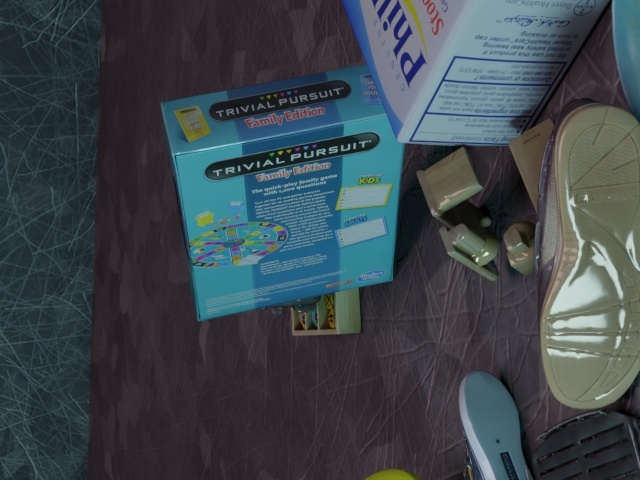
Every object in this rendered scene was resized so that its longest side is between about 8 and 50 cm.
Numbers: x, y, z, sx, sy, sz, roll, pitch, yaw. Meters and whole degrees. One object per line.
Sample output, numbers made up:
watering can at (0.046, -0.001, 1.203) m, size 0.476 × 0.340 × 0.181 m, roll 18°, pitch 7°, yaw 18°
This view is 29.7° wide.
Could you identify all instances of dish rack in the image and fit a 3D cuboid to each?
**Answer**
dish rack at (0.247, 0.297, 1.104) m, size 0.208 × 0.074 × 0.271 m, roll 136°, pitch 129°, yaw -58°

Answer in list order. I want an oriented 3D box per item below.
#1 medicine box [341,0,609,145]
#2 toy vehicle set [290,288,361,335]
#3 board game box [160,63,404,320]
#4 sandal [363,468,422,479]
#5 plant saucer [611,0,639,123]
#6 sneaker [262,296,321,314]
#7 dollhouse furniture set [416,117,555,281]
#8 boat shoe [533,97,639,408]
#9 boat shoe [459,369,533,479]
medicine box at (0.151, -0.283, 1.206) m, size 0.289 × 0.149 × 0.263 m, roll 117°, pitch 144°, yaw -46°
toy vehicle set at (0.000, 0.000, 1.699) m, size 0.166 × 0.035 × 0.267 m, roll 166°, pitch 102°, yaw -66°
board game box at (-0.038, -0.048, 1.401) m, size 0.336 × 0.254 × 0.079 m, roll 91°, pitch 165°, yaw -55°
sandal at (0.151, 0.390, 1.306) m, size 0.317 × 0.126 × 0.138 m, roll 56°, pitch 177°, yaw 40°
plant saucer at (0.336, -0.196, 0.919) m, size 0.317 × 0.044 × 0.317 m, roll 178°, pitch 90°, yaw -66°
sneaker at (-0.071, 0.002, 1.691) m, size 0.276 × 0.098 × 0.135 m, roll -129°, pitch 42°, yaw -57°
dollhouse furniture set at (0.210, -0.030, 1.231) m, size 0.151 × 0.123 × 0.144 m, roll -32°, pitch 56°, yaw 23°
boat shoe at (0.242, 0.010, 1.085) m, size 0.092 × 0.103 × 0.285 m, roll -86°, pitch -9°, yaw -70°
boat shoe at (0.174, 0.234, 1.276) m, size 0.083 × 0.065 × 0.183 m, roll 127°, pitch 135°, yaw -52°
